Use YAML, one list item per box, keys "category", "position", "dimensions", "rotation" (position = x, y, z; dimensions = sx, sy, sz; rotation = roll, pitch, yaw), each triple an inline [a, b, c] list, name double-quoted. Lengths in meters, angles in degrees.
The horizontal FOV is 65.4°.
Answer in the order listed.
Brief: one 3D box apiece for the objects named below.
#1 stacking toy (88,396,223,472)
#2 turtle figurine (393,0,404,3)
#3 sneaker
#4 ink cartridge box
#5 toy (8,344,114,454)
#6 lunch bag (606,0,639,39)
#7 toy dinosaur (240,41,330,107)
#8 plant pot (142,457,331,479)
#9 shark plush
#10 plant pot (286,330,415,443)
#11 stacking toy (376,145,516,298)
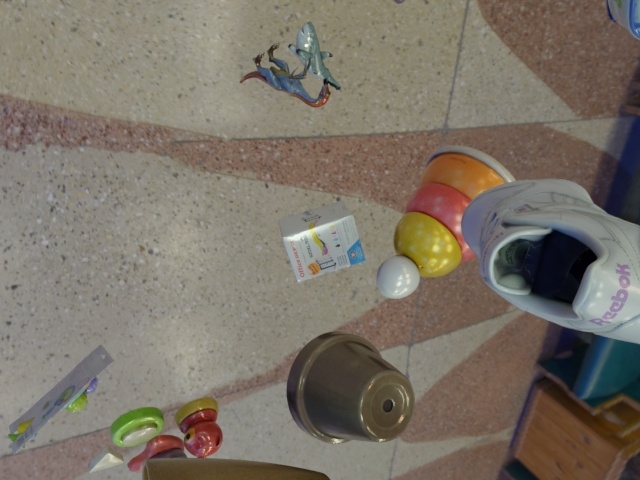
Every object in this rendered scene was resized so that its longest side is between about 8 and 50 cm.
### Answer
- category: "stacking toy"
  position: [-0.417, 0.558, 1.293]
  dimensions: [0.279, 0.130, 0.309]
  rotation: [15, 120, -44]
- category: "turtle figurine"
  position: [0.109, -0.506, 0.875]
  dimensions: [0.234, 0.175, 0.118]
  rotation: [3, 86, -51]
- category: "sneaker"
  position: [0.197, -0.004, 0.459]
  dimensions: [0.152, 0.305, 0.114]
  rotation: [9, 102, -15]
- category: "ink cartridge box"
  position: [0.000, 0.000, 1.622]
  dimensions: [0.232, 0.168, 0.171]
  rotation: [-18, 113, -2]
- category: "toy"
  position: [-0.532, 0.336, 1.050]
  dimensions: [0.237, 0.137, 0.056]
  rotation: [-42, 117, -23]
- category: "lunch bag"
  position: [0.397, -0.296, 0.475]
  dimensions: [0.218, 0.090, 0.176]
  rotation: [-11, 128, 15]
- category: "toy dinosaur"
  position: [-0.030, -0.168, 0.526]
  dimensions: [0.047, 0.090, 0.082]
  rotation: [-43, 98, -33]
- category: "plant pot"
  position: [-0.105, 0.404, 0.681]
  dimensions: [0.254, 0.237, 0.237]
  rotation: [0, 115, -24]
- category: "shark plush"
  position: [-0.001, -0.398, 1.107]
  dimensions: [0.067, 0.073, 0.161]
  rotation: [-41, 114, 5]
- category: "plant pot"
  position: [0.084, 0.349, 1.135]
  dimensions: [0.263, 0.229, 0.263]
  rotation: [2, 87, -28]
- category: "stacking toy"
  position: [0.322, -0.014, 1.445]
  dimensions: [0.480, 0.350, 0.351]
  rotation: [-42, 130, -20]
